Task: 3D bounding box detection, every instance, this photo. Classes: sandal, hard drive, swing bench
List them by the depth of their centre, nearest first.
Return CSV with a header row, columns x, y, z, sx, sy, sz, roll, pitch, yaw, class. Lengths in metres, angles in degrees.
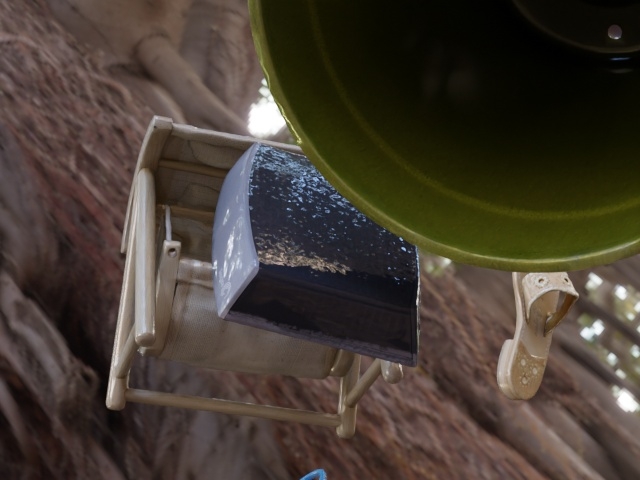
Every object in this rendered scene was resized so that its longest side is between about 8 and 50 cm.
x,y,z,sx,sy,sz,roll,pitch,yaw,class
0.000,0.000,1.003,0.172,0.255,0.054,15,-64,-10,hard drive
-0.064,0.036,1.211,0.253,0.255,0.165,10,-33,-15,swing bench
0.286,0.083,1.531,0.088,0.079,0.240,29,-114,-33,sandal

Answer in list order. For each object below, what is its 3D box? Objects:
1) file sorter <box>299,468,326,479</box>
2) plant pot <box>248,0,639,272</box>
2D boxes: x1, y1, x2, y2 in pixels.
x,y,z,sx,sy,sz,roll,pitch,yaw,class
0.008,0.250,0.781,0.118,0.170,0.104,-38,6,8,file sorter
0.186,-0.212,0.927,0.353,0.366,0.366,-43,-24,-57,plant pot
